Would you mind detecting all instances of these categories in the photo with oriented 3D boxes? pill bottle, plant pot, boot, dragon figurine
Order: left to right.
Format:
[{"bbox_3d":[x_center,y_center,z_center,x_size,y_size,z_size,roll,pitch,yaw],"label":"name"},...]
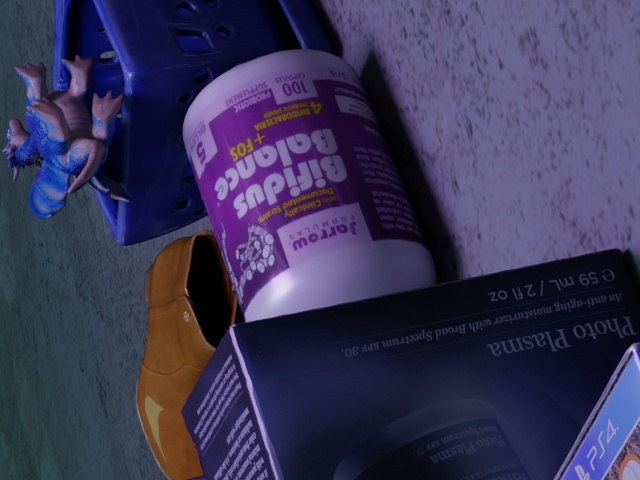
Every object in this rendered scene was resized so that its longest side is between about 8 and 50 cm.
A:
[{"bbox_3d":[-0.220,-0.070,1.779,0.289,0.085,0.144,-130,33,-54],"label":"dragon figurine"},{"bbox_3d":[-0.122,-0.166,1.901,0.236,0.212,0.236,101,152,-47],"label":"plant pot"},{"bbox_3d":[-0.145,0.142,2.296,0.211,0.104,0.295,159,104,-71],"label":"boot"},{"bbox_3d":[0.000,0.000,1.709,0.169,0.169,0.301,110,144,-56],"label":"pill bottle"}]

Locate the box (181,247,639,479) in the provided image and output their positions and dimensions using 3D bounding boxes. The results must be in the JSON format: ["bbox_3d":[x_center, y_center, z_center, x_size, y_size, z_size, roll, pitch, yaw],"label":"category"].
[{"bbox_3d":[0.098,0.190,1.346,0.183,0.296,0.294,122,133,-62],"label":"box"}]

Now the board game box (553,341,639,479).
[{"bbox_3d":[0.280,0.181,0.922,0.141,0.232,0.291,108,146,-52],"label":"board game box"}]

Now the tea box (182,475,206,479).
[{"bbox_3d":[0.034,0.321,1.540,0.220,0.329,0.323,156,102,-71],"label":"tea box"}]
